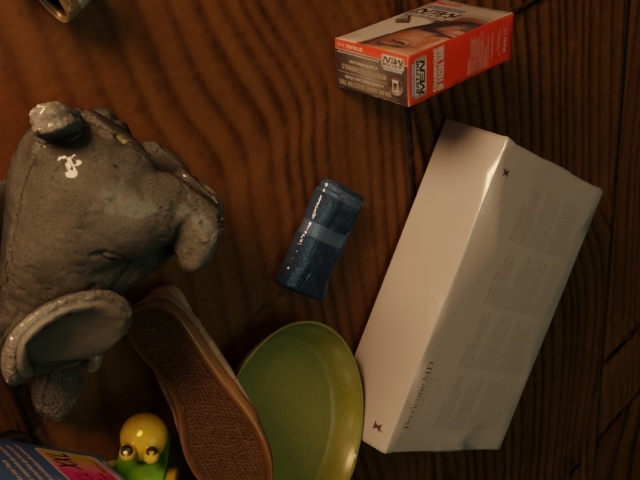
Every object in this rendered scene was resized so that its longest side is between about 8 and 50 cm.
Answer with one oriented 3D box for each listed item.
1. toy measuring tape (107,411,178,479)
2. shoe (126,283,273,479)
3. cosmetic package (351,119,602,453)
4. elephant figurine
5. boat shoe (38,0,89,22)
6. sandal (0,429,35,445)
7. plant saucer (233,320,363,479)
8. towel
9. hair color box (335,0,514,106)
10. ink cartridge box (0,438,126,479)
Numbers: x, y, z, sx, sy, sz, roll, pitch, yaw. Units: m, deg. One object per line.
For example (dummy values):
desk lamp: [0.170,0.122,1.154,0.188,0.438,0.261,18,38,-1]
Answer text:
toy measuring tape: [-0.171,0.307,0.852,0.121,0.121,0.330,-13,119,-46]
shoe: [-0.099,0.136,0.843,0.077,0.058,0.219,-21,107,9]
cosmetic package: [0.189,0.071,1.175,0.284,0.097,0.377,15,97,-54]
elephant figurine: [-0.188,0.032,0.673,0.186,0.169,0.239,37,96,-23]
boat shoe: [-0.195,-0.188,0.614,0.135,0.050,0.045,37,75,-52]
sandal: [-0.258,0.237,0.784,0.067,0.040,0.179,-14,109,-51]
plant saucer: [-0.038,0.200,0.985,0.241,0.037,0.241,-8,100,-51]
towel: [0.000,0.000,0.965,0.067,0.029,0.119,26,89,-52]
hair color box: [0.103,-0.188,0.935,0.167,0.093,0.053,-31,130,-38]
ink cartridge box: [-0.320,0.255,0.596,0.395,0.151,0.270,25,88,-43]
